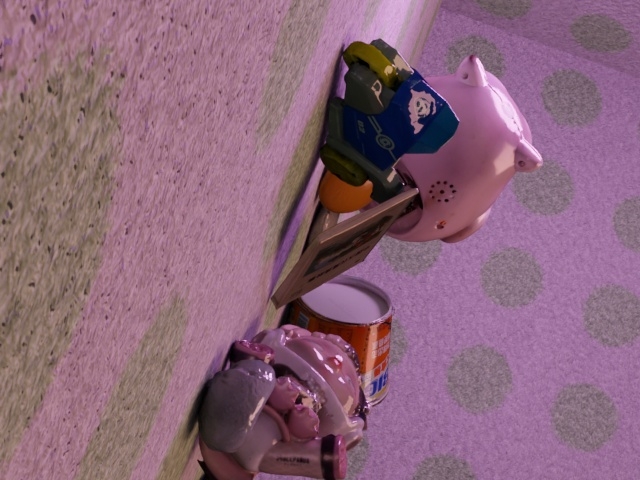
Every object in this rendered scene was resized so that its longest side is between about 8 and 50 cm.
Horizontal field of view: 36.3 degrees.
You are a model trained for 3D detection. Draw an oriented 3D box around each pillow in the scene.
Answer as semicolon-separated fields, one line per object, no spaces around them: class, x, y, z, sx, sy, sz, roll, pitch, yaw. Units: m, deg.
pillow;0.000;0.000;2.079;0.128;0.051;0.229;-68;175;-58

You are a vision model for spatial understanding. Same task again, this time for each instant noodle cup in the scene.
instant noodle cup;0.039;0.222;2.229;0.296;0.296;0.214;-62;164;-62

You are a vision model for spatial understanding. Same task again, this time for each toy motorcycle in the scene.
toy motorcycle;0.120;-0.191;1.553;0.191;0.200;0.326;-51;168;-12

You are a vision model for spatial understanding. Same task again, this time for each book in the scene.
book;0.036;0.015;1.664;0.215;0.025;0.282;-27;166;-25

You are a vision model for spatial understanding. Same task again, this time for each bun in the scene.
bun;-0.122;0.221;1.340;0.141;0.083;0.141;-61;-179;2

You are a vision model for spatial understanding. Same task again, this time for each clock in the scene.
clock;0.229;-0.173;1.972;0.377;0.368;0.250;-30;-175;45

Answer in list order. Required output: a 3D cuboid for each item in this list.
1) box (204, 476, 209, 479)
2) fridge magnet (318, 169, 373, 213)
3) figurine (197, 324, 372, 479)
box;-0.213;0.550;1.817;0.290;0.073;0.289;-23;133;-84
fridge magnet;0.060;-0.113;1.888;0.063;0.143;0.143;58;-36;39
figurine;-0.055;0.255;1.582;0.211;0.253;0.361;-25;180;16
